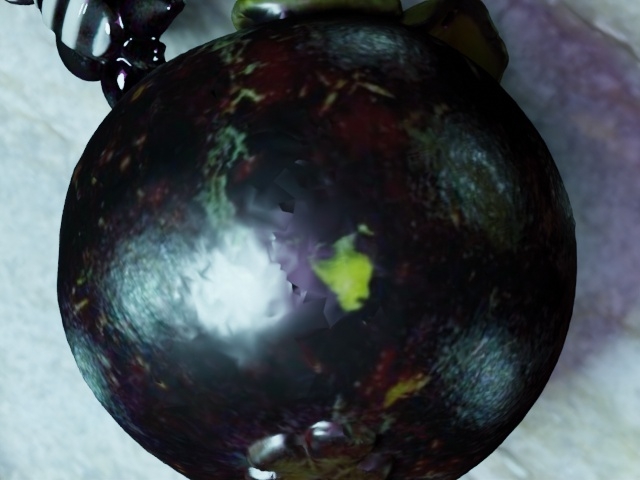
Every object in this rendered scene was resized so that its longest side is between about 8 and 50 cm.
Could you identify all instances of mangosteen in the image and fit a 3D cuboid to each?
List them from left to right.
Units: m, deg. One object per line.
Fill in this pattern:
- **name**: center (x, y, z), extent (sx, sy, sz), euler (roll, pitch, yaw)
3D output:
- **mangosteen**: center (0.000, 0.000, 1.003), extent (0.288, 0.288, 0.288), euler (5, 105, 18)

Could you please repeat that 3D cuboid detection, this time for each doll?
- **doll**: center (-0.143, -0.154, 1.085), extent (0.219, 0.067, 0.091), euler (47, 129, 31)
